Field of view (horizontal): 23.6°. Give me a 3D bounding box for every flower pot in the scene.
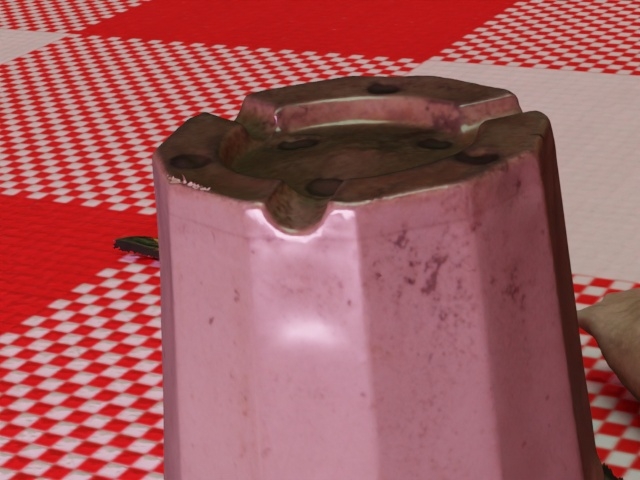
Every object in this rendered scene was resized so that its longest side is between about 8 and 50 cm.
[{"bbox_3d":[0.028,0.063,0.765,0.290,0.259,0.290,-5,21,2],"label":"flower pot"}]

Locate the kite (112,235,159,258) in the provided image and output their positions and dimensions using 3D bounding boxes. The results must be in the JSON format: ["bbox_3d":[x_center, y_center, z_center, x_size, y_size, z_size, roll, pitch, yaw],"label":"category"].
[{"bbox_3d":[0.000,0.000,1.237,0.321,0.016,0.234,-10,23,-13],"label":"kite"}]

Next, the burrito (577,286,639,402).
[{"bbox_3d":[0.265,0.109,0.838,0.117,0.076,0.392,-7,21,-16],"label":"burrito"}]
